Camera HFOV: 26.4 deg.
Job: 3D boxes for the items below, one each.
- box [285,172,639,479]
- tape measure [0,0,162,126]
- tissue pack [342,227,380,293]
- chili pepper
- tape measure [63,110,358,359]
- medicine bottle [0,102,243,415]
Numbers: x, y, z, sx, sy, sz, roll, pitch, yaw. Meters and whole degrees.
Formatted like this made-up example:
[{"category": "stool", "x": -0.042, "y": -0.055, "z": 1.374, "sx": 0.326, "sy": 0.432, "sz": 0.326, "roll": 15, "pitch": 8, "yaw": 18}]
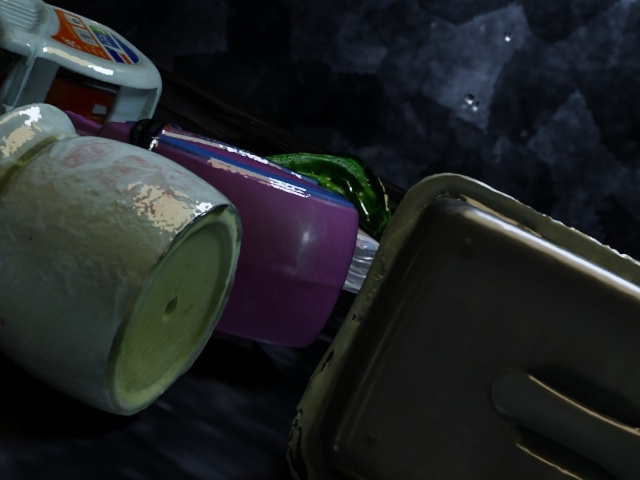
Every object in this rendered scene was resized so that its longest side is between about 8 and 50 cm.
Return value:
[{"category": "box", "x": 0.143, "y": 0.110, "z": 0.830, "sx": 0.291, "sy": 0.220, "sz": 0.166, "roll": 27, "pitch": -4, "yaw": 3}, {"category": "tape measure", "x": -0.308, "y": -0.185, "z": 1.540, "sx": 0.246, "sy": 0.125, "sz": 0.243, "roll": 19, "pitch": 18, "yaw": -31}, {"category": "tissue pack", "x": 0.000, "y": 0.000, "z": 1.567, "sx": 0.116, "sy": 0.065, "sz": 0.155, "roll": 22, "pitch": 10, "yaw": -29}, {"category": "chili pepper", "x": -0.044, "y": -0.054, "z": 1.496, "sx": 0.279, "sy": 0.065, "sz": 0.122, "roll": 2, "pitch": 24, "yaw": 20}, {"category": "tape measure", "x": -0.097, "y": -0.005, "z": 1.054, "sx": 0.232, "sy": 0.149, "sz": 0.245, "roll": 20, "pitch": 3, "yaw": -24}, {"category": "medicine bottle", "x": -0.138, "y": 0.010, "z": 0.787, "sx": 0.143, "sy": 0.147, "sz": 0.147, "roll": 26, "pitch": 8, "yaw": 17}]
